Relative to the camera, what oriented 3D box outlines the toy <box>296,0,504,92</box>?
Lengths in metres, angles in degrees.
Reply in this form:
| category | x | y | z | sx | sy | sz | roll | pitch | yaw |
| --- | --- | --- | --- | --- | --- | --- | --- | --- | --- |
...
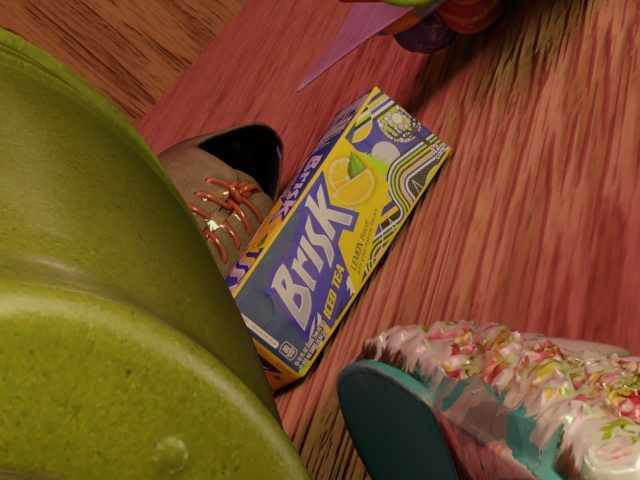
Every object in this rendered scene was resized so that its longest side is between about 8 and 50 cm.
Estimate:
| category | x | y | z | sx | sy | sz | roll | pitch | yaw |
| --- | --- | --- | --- | --- | --- | --- | --- | --- | --- |
| toy | 0.100 | -0.170 | 1.227 | 0.237 | 0.056 | 0.137 | -37 | 13 | 34 |

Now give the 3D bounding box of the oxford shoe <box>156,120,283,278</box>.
| category | x | y | z | sx | sy | sz | roll | pitch | yaw |
| --- | --- | --- | --- | --- | --- | --- | --- | --- | --- |
| oxford shoe | -0.103 | 0.000 | 1.313 | 0.130 | 0.123 | 0.348 | -40 | 15 | 21 |

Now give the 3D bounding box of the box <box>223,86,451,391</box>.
| category | x | y | z | sx | sy | sz | roll | pitch | yaw |
| --- | --- | --- | --- | --- | --- | --- | --- | --- | --- |
| box | 0.000 | 0.000 | 1.041 | 0.169 | 0.059 | 0.054 | -56 | 11 | -28 |

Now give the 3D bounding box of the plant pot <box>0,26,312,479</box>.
| category | x | y | z | sx | sy | sz | roll | pitch | yaw |
| --- | --- | --- | --- | --- | --- | --- | --- | --- | --- |
| plant pot | -0.159 | 0.098 | 0.713 | 0.366 | 0.366 | 0.353 | -51 | 22 | -6 |

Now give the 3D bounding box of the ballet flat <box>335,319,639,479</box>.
| category | x | y | z | sx | sy | sz | roll | pitch | yaw |
| --- | --- | --- | --- | --- | --- | --- | --- | --- | --- |
| ballet flat | 0.071 | 0.063 | 0.534 | 0.077 | 0.091 | 0.241 | -21 | 10 | -12 |

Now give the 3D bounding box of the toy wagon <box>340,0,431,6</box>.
| category | x | y | z | sx | sy | sz | roll | pitch | yaw |
| --- | --- | --- | --- | --- | --- | --- | --- | --- | --- |
| toy wagon | 0.143 | -0.242 | 1.086 | 0.344 | 0.068 | 0.267 | -22 | 26 | 16 |
